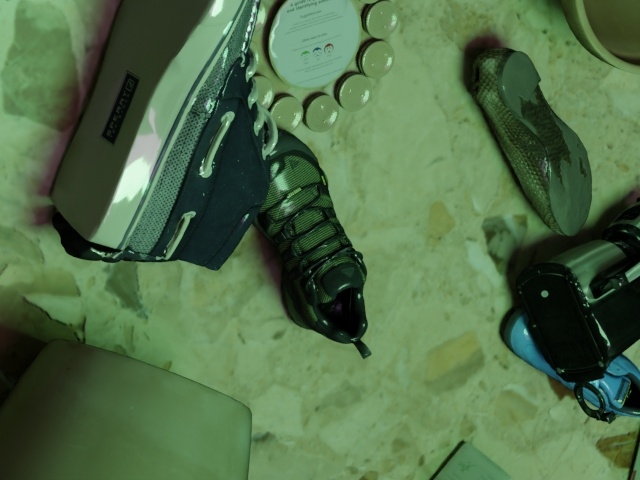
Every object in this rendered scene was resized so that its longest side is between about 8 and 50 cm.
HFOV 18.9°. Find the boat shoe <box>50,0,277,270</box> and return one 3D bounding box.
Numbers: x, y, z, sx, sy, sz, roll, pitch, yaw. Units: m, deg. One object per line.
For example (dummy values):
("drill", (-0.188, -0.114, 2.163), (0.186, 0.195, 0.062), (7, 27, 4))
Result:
("boat shoe", (-0.096, -0.130, 1.643), (0.158, 0.127, 0.340), (15, 110, -41))

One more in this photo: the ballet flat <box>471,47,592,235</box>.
("ballet flat", (0.206, -0.097, 1.898), (0.084, 0.058, 0.250), (-61, 138, -26))

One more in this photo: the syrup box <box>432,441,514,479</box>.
("syrup box", (0.122, 0.338, 1.992), (0.237, 0.096, 0.093), (-48, 126, -4))

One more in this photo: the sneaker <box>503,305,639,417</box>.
("sneaker", (0.280, 0.129, 2.021), (0.209, 0.082, 0.069), (33, 92, -37))

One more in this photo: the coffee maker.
("coffee maker", (0.308, 0.065, 1.973), (0.178, 0.120, 0.171), (-28, 120, -32))

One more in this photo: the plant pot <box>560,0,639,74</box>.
("plant pot", (0.306, -0.286, 1.843), (0.237, 0.110, 0.237), (-13, 116, -28))

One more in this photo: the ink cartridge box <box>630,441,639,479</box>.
("ink cartridge box", (0.547, 0.289, 2.215), (0.385, 0.160, 0.279), (-1, 111, -33))

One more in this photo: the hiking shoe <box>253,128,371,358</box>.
("hiking shoe", (0.000, 0.000, 1.756), (0.086, 0.114, 0.227), (-34, 125, -18))

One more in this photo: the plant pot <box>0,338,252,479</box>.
("plant pot", (-0.194, 0.244, 1.639), (0.323, 0.323, 0.280), (27, 77, -38))

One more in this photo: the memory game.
("memory game", (-0.008, -0.184, 1.739), (0.186, 0.012, 0.186), (-13, 116, -28))
